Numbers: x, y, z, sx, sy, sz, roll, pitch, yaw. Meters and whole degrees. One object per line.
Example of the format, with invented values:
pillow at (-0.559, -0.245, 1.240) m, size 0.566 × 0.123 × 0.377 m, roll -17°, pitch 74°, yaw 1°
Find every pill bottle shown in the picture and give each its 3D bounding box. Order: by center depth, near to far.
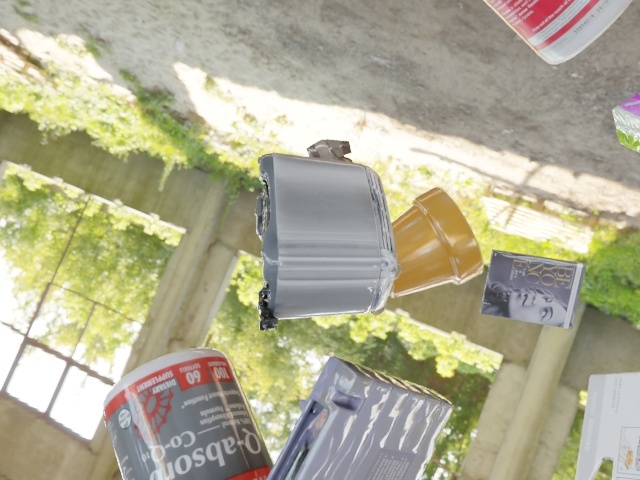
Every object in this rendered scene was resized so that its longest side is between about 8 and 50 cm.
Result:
pill bottle at (-0.166, 0.360, 0.892) m, size 0.363 × 0.210 × 0.210 m, roll 61°, pitch -167°, yaw 25°
pill bottle at (0.419, -0.577, 1.250) m, size 0.407 × 0.229 × 0.229 m, roll 41°, pitch 172°, yaw -8°

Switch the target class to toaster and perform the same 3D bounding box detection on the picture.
toaster at (0.000, 0.000, 0.707) m, size 0.146 × 0.227 × 0.129 m, roll 0°, pitch 138°, yaw -8°

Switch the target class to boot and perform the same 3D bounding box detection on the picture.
boot at (0.022, -0.138, 1.167) m, size 0.086 × 0.119 × 0.042 m, roll -13°, pitch -158°, yaw 3°

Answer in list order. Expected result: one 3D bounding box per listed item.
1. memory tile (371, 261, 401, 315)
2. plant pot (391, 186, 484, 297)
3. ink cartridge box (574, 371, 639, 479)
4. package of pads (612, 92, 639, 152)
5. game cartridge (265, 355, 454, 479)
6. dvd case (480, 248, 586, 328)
memory tile at (0.081, 0.079, 1.108) m, size 0.148 × 0.113 × 0.012 m, roll 13°, pitch -168°, yaw -41°
plant pot at (0.203, 0.022, 1.274) m, size 0.205 × 0.187 × 0.205 m, roll 63°, pitch 177°, yaw 6°
ink cartridge box at (0.367, 0.271, 0.603) m, size 0.066 × 0.297 × 0.261 m, roll 25°, pitch 157°, yaw -14°
package of pads at (0.687, -0.214, 1.049) m, size 0.101 × 0.229 × 0.297 m, roll 58°, pitch -175°, yaw -28°
game cartridge at (0.008, 0.319, 0.711) m, size 0.068 × 0.355 × 0.230 m, roll 27°, pitch 179°, yaw 41°
dvd case at (0.512, 0.118, 1.484) m, size 0.221 × 0.165 × 0.018 m, roll 9°, pitch -167°, yaw 6°
